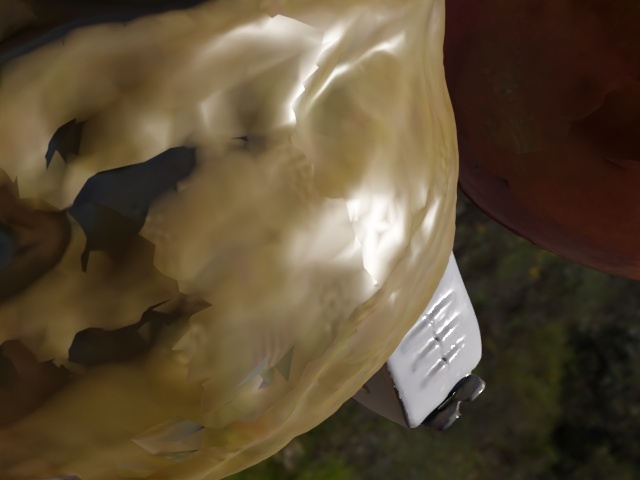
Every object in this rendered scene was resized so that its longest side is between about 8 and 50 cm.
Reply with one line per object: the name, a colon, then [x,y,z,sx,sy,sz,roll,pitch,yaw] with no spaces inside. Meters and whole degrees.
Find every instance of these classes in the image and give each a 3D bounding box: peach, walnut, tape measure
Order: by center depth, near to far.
walnut: [-0.065,-0.027,0.483,0.213,0.213,0.213,59,-4,7]
peach: [0.162,-0.096,0.913,0.275,0.245,0.248,101,-32,-54]
tape measure: [0.000,0.000,1.246,0.197,0.120,0.236,23,-34,40]
